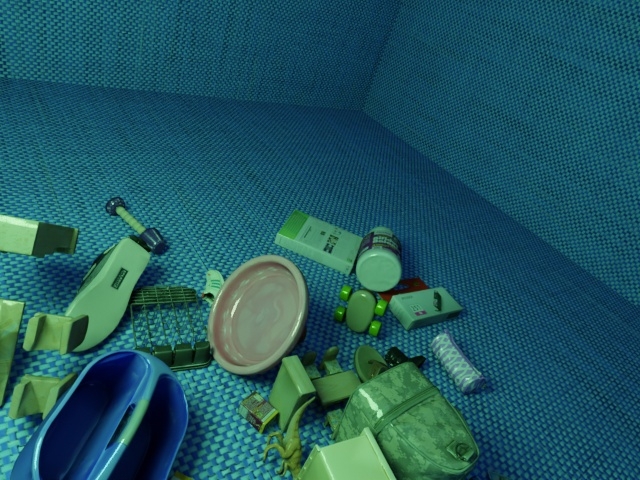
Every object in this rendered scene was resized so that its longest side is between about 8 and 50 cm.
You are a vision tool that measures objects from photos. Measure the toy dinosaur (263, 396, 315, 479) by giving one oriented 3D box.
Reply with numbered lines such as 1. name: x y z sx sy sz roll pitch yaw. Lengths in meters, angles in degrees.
1. toy dinosaur: -0.069 0.460 1.005 0.112 0.212 0.064 1 -10 4

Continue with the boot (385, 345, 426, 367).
1. boot: 0.267 0.373 1.395 0.099 0.045 0.121 37 36 29

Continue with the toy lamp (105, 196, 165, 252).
1. toy lamp: -0.624 -0.049 1.489 0.274 0.080 0.080 34 34 25

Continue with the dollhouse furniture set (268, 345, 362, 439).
1. dollhouse furniture set: 0.010 0.374 1.133 0.241 0.161 0.212 -3 39 -33

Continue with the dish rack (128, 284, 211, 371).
1. dish rack: -0.418 0.227 1.199 0.208 0.074 0.272 2 35 -29

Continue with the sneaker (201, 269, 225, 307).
1. sneaker: -0.338 0.149 1.369 0.075 0.057 0.161 0 40 -39

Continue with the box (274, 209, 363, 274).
1. box: 0.000 0.000 1.789 0.321 0.059 0.232 24 32 3

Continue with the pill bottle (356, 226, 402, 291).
1. pill bottle: 0.232 0.057 1.716 0.169 0.169 0.302 20 26 0

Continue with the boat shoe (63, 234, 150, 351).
1. boat shoe: -0.596 0.147 1.193 0.127 0.158 0.341 46 48 -28

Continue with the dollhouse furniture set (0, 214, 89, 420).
1. dollhouse furniture set: -0.696 0.143 0.959 0.361 0.395 0.256 11 -4 -13

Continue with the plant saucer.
1. plant saucer: -0.161 0.204 1.203 0.084 0.332 0.332 40 11 -47

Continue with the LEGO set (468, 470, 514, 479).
1. LEGO set: 0.485 0.674 1.087 0.244 0.060 0.182 20 20 -4

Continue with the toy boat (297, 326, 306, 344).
1. toy boat: -0.131 0.204 1.316 0.150 0.151 0.231 -8 42 -38

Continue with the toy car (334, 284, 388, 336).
1. toy car: 0.158 0.215 1.491 0.154 0.149 0.188 20 19 19

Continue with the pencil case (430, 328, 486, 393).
1. pencil case: 0.441 0.392 1.420 0.086 0.088 0.206 0 36 -33

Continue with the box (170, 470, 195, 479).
1. box: -0.286 0.532 0.857 0.081 0.028 0.136 25 35 7

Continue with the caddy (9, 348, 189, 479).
1. caddy: -0.389 0.368 0.824 0.241 0.179 0.341 44 26 -20

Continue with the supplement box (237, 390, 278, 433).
1. supplement box: -0.154 0.421 1.081 0.083 0.043 0.055 35 35 21

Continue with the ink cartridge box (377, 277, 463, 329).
1. ink cartridge box: 0.365 0.214 1.672 0.274 0.060 0.239 -5 41 -34

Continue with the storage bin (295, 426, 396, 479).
1. storage bin: 0.055 0.546 0.808 0.123 0.261 0.262 0 38 -31

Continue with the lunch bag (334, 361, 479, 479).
1. lunch bag: 0.185 0.469 0.969 0.212 0.305 0.256 -9 39 -35

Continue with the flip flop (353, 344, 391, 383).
1. flip flop: 0.178 0.407 1.255 0.112 0.080 0.277 7 35 -20
